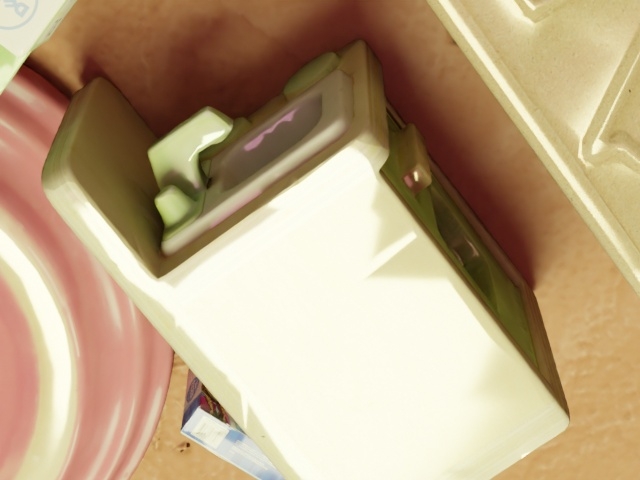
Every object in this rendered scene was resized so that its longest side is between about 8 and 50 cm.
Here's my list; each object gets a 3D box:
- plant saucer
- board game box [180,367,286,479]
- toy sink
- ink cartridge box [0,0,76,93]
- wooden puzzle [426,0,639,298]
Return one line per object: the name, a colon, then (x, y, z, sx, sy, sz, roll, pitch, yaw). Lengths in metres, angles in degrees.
plant saucer: (-0.240, 0.051, 0.938, 0.332, 0.084, 0.332, 0, 111, -1)
board game box: (-0.027, 0.093, 0.952, 0.090, 0.090, 0.020, 33, 107, -13)
toy sink: (0.000, 0.000, 0.883, 0.131, 0.153, 0.234, -35, 107, 12)
ink cartridge box: (-0.191, -0.132, 0.806, 0.171, 0.056, 0.235, 37, 100, -6)
wooden puzzle: (0.206, -0.170, 0.861, 0.322, 0.080, 0.348, -34, 103, 12)
